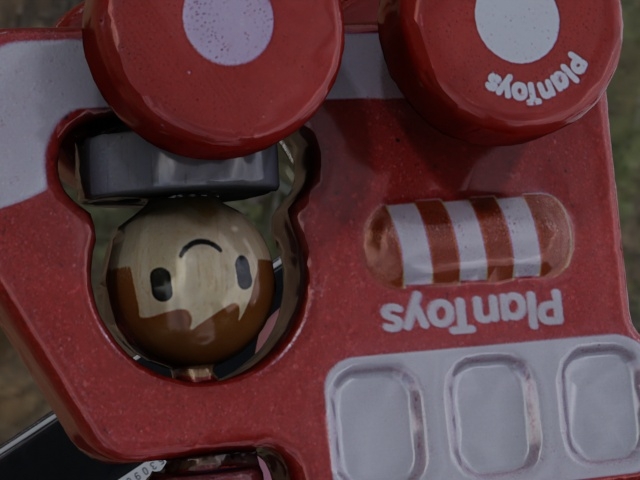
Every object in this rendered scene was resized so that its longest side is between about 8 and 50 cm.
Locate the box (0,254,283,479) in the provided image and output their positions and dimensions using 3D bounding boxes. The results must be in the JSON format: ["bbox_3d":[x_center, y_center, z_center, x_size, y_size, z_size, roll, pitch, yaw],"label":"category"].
[{"bbox_3d":[-0.050,0.217,1.787,0.297,0.480,0.472,57,15,4],"label":"box"}]

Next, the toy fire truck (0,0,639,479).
[{"bbox_3d":[0.000,0.000,0.733,0.169,0.302,0.254,158,-73,-68],"label":"toy fire truck"}]

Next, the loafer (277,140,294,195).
[{"bbox_3d":[-0.034,-0.140,1.685,0.094,0.251,0.087,-7,147,-44],"label":"loafer"}]

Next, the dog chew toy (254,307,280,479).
[{"bbox_3d":[0.111,0.142,1.254,0.206,0.331,0.207,-171,-90,-89],"label":"dog chew toy"}]
